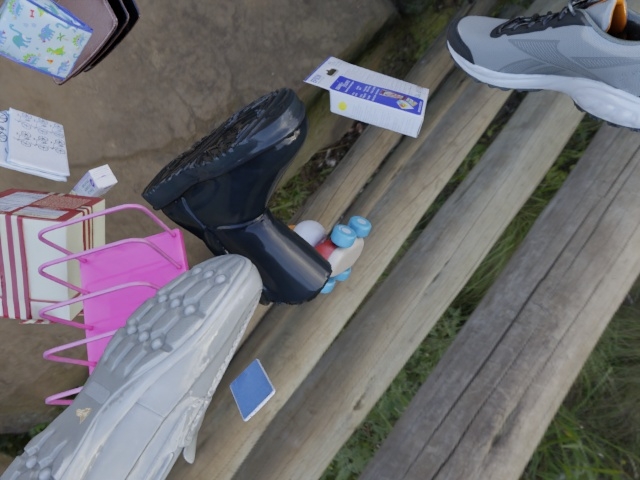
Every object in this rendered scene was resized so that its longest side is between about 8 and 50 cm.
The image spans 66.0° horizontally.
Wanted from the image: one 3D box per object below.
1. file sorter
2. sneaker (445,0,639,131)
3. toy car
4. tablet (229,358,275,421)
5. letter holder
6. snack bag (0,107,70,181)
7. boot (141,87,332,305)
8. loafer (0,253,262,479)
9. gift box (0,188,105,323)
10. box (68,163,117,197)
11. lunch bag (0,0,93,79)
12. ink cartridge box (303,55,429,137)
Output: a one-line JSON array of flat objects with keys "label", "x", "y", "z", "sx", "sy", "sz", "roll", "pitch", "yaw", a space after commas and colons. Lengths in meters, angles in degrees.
[{"label": "file sorter", "x": -0.340, "y": 0.111, "z": 0.829, "sx": 0.202, "sy": 0.182, "sz": 0.291, "roll": -16, "pitch": 70, "yaw": 1}, {"label": "sneaker", "x": 0.257, "y": -0.213, "z": 0.527, "sx": 0.100, "sy": 0.271, "sz": 0.108, "roll": -38, "pitch": 139, "yaw": -23}, {"label": "toy car", "x": 0.000, "y": 0.000, "z": 1.575, "sx": 0.238, "sy": 0.219, "sz": 0.210, "roll": 33, "pitch": 31, "yaw": 18}, {"label": "tablet", "x": -0.091, "y": 0.195, "z": 0.649, "sx": 0.054, "sy": 0.083, "sz": 0.006, "roll": -44, "pitch": 118, "yaw": -5}, {"label": "letter holder", "x": -0.696, "y": -0.623, "z": 1.505, "sx": 0.302, "sy": 0.152, "sz": 0.214, "roll": -31, "pitch": 82, "yaw": 24}, {"label": "snack bag", "x": -1.001, "y": -0.335, "z": 1.587, "sx": 0.342, "sy": 0.037, "sz": 0.323, "roll": 14, "pitch": 35, "yaw": -40}, {"label": "boot", "x": -0.049, "y": -0.026, "z": 0.522, "sx": 0.207, "sy": 0.246, "sz": 0.094, "roll": 45, "pitch": 48, "yaw": -26}, {"label": "loafer", "x": -0.152, "y": 0.151, "z": 0.440, "sx": 0.319, "sy": 0.112, "sz": 0.111, "roll": -53, "pitch": 130, "yaw": -22}, {"label": "gift box", "x": -0.632, "y": 0.045, "z": 1.071, "sx": 0.255, "sy": 0.276, "sz": 0.258, "roll": 7, "pitch": 108, "yaw": 0}, {"label": "box", "x": -0.748, "y": -0.159, "z": 1.592, "sx": 0.067, "sy": 0.324, "sz": 0.063, "roll": -34, "pitch": 100, "yaw": -41}, {"label": "lunch bag", "x": -0.553, "y": -0.409, "z": 0.979, "sx": 0.151, "sy": 0.096, "sz": 0.129, "roll": 23, "pitch": 117, "yaw": -44}, {"label": "ink cartridge box", "x": 0.131, "y": -0.390, "z": 1.320, "sx": 0.307, "sy": 0.072, "sz": 0.303, "roll": 17, "pitch": 34, "yaw": 5}]
